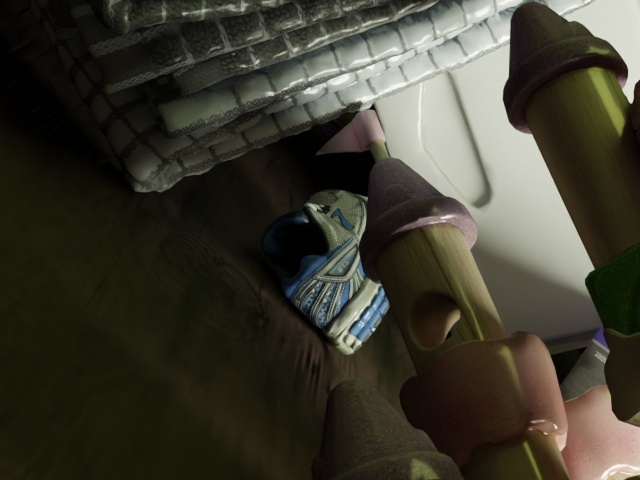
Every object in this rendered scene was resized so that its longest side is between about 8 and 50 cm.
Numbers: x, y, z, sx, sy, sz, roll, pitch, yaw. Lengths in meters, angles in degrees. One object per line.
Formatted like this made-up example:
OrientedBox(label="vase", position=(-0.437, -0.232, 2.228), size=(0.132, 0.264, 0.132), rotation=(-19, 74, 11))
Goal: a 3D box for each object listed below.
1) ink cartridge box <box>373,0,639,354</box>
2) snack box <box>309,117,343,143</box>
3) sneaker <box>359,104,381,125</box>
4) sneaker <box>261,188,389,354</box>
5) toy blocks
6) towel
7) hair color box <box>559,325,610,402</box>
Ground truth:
OrientedBox(label="ink cartridge box", position=(0.173, -0.125, 0.931), size=(0.285, 0.166, 0.395), rotation=(69, 24, -12))
OrientedBox(label="snack box", position=(-0.020, -0.131, 1.072), size=(0.064, 0.022, 0.178), rotation=(39, 14, -19))
OrientedBox(label="sneaker", position=(0.028, -0.187, 1.241), size=(0.225, 0.088, 0.092), rotation=(41, 13, -11))
OrientedBox(label="sneaker", position=(0.000, 0.000, 0.681), size=(0.058, 0.052, 0.135), rotation=(34, 15, -19))
OrientedBox(label="toy blocks", position=(0.130, -0.011, 0.512), size=(0.309, 0.289, 0.260), rotation=(22, 42, -50))
OrientedBox(label="towel", position=(-0.017, -0.186, 0.646), size=(0.121, 0.284, 0.235), rotation=(91, -27, -61))
OrientedBox(label="hair color box", position=(0.267, 0.152, 0.798), size=(0.185, 0.110, 0.339), rotation=(38, 10, 30))
